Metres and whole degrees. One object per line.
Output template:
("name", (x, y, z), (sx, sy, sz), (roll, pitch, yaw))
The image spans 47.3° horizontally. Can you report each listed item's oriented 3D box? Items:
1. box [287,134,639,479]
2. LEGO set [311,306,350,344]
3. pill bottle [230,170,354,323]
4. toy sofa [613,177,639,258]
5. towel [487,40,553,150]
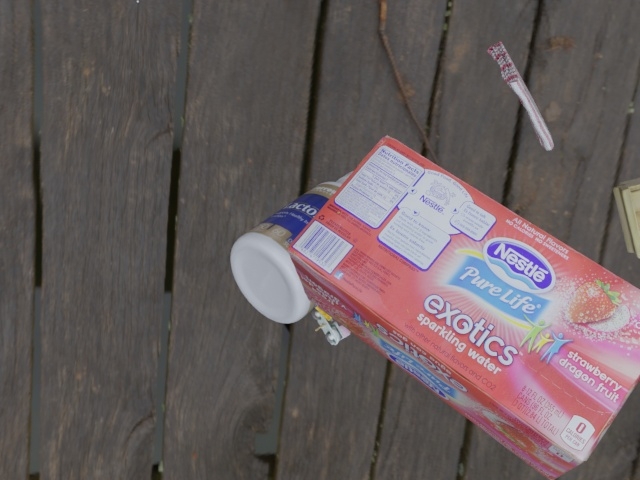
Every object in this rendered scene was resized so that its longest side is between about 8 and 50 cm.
("box", (0.136, 0.059, 0.671), (0.300, 0.142, 0.154), (34, 75, 20))
("LEGO set", (0.095, 0.086, 1.294), (0.107, 0.287, 0.132), (-37, 97, -43))
("pill bottle", (0.000, 0.000, 1.147), (0.265, 0.153, 0.153), (-37, 117, -37))
("toy sofa", (0.800, -0.081, 1.483), (0.362, 0.177, 0.150), (-14, 94, 19))
("towel", (0.340, -0.247, 1.243), (0.029, 0.197, 0.144), (-29, 118, 21))
